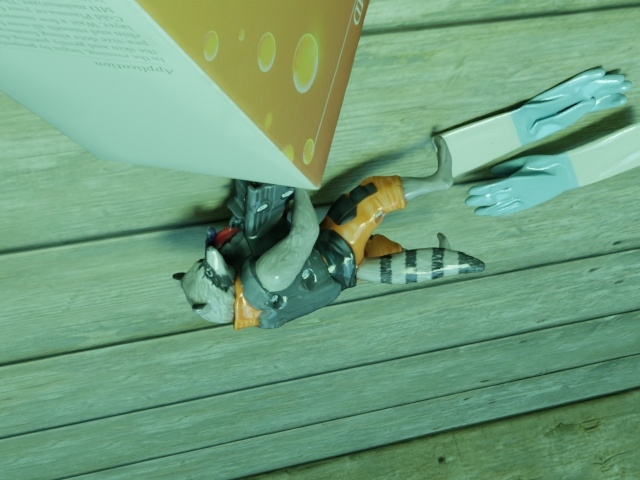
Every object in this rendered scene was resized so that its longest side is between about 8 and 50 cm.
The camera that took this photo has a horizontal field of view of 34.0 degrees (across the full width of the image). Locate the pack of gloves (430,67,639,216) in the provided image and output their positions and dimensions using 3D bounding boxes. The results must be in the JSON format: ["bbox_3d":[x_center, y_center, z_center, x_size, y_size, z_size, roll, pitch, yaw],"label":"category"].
[{"bbox_3d":[0.260,-0.120,1.239,0.232,0.046,0.195,-22,142,11],"label":"pack of gloves"}]

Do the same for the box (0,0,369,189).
[{"bbox_3d":[-0.102,-0.188,0.535,0.168,0.214,0.345,10,168,21],"label":"box"}]

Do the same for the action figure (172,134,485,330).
[{"bbox_3d":[0.000,0.000,1.149,0.330,0.178,0.341,-20,156,-8],"label":"action figure"}]
